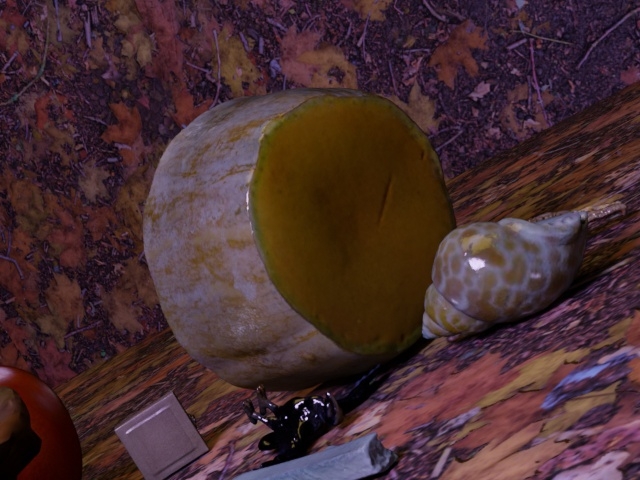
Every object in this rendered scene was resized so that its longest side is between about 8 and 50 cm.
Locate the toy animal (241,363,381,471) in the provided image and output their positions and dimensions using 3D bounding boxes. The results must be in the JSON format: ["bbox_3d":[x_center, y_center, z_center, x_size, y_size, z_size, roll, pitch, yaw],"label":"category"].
[{"bbox_3d":[-0.020,0.169,1.100,0.108,0.062,0.220,-5,18,35],"label":"toy animal"}]

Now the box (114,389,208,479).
[{"bbox_3d":[-0.178,0.222,1.324,0.083,0.079,0.035,-31,3,-8],"label":"box"}]

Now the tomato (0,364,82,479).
[{"bbox_3d":[-0.387,0.272,1.221,0.299,0.226,0.298,-24,8,4],"label":"tomato"}]

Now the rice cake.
[{"bbox_3d":[-0.013,0.187,0.933,0.180,0.030,0.042,-26,5,41],"label":"rice cake"}]

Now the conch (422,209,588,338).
[{"bbox_3d":[0.171,0.027,1.079,0.173,0.106,0.116,-21,13,-4],"label":"conch"}]

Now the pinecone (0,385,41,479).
[{"bbox_3d":[-0.165,0.152,0.247,0.384,0.384,0.384,-31,4,3],"label":"pinecone"}]

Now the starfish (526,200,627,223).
[{"bbox_3d":[0.212,0.014,1.257,0.231,0.048,0.295,-31,7,-2],"label":"starfish"}]

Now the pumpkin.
[{"bbox_3d":[0.000,0.000,1.231,0.332,0.332,0.199,-33,18,-30],"label":"pumpkin"}]
